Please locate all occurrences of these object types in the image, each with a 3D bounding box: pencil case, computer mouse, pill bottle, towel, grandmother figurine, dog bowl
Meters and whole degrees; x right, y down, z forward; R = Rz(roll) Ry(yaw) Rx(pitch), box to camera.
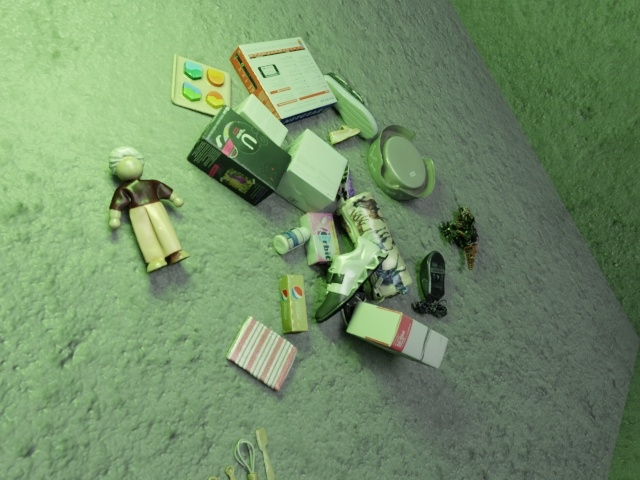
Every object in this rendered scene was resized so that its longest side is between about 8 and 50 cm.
[{"bbox_3d":[0.193,0.022,1.593,0.184,0.160,0.410,-20,85,-57],"label":"pencil case"},{"bbox_3d":[0.458,0.177,1.806,0.189,0.072,0.272,15,75,-35],"label":"computer mouse"},{"bbox_3d":[-0.093,-0.004,1.439,0.120,0.067,0.067,-27,90,-42],"label":"pill bottle"},{"bbox_3d":[-0.170,0.334,1.269,0.197,0.029,0.144,39,52,-16],"label":"towel"},{"bbox_3d":[-0.469,-0.093,1.162,0.208,0.104,0.342,-25,91,-50],"label":"grandmother figurine"},{"bbox_3d":[0.355,-0.333,1.907,0.349,0.102,0.348,15,64,-33],"label":"dog bowl"}]

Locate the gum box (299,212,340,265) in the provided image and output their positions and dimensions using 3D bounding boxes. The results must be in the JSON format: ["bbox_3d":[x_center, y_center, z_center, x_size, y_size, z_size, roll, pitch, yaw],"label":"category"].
[{"bbox_3d":[0.000,0.000,1.514,0.107,0.062,0.188,-1,73,-38],"label":"gum box"}]

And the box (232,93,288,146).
[{"bbox_3d":[-0.219,-0.374,1.437,0.170,0.130,0.091,42,50,-30],"label":"box"}]

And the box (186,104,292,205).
[{"bbox_3d":[-0.254,-0.265,1.370,0.270,0.143,0.165,35,54,-23],"label":"box"}]

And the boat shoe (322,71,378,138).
[{"bbox_3d":[0.133,-0.584,1.820,0.335,0.121,0.119,45,54,-13],"label":"boat shoe"}]

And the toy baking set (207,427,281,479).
[{"bbox_3d":[-0.185,0.639,1.126,0.196,0.030,0.256,52,49,-9],"label":"toy baking set"}]

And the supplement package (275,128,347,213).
[{"bbox_3d":[-0.042,-0.237,1.521,0.194,0.149,0.203,34,54,-23],"label":"supplement package"}]

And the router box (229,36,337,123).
[{"bbox_3d":[-0.132,-0.611,1.649,0.335,0.082,0.301,-32,93,-42],"label":"router box"}]

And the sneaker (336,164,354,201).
[{"bbox_3d":[0.099,-0.213,1.694,0.071,0.068,0.169,15,71,-50],"label":"sneaker"}]

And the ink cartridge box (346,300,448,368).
[{"bbox_3d":[0.263,0.321,1.455,0.283,0.207,0.117,32,74,-35],"label":"ink cartridge box"}]

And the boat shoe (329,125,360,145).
[{"bbox_3d":[0.100,-0.446,1.777,0.170,0.063,0.059,-33,100,-41],"label":"boat shoe"}]

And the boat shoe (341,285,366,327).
[{"bbox_3d":[0.121,0.206,1.517,0.084,0.079,0.232,9,69,-37],"label":"boat shoe"}]

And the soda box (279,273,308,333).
[{"bbox_3d":[-0.087,0.202,1.366,0.061,0.058,0.181,8,67,-36],"label":"soda box"}]

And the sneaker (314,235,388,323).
[{"bbox_3d":[0.070,0.127,1.452,0.146,0.122,0.330,40,79,10],"label":"sneaker"}]

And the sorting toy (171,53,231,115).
[{"bbox_3d":[-0.389,-0.513,1.435,0.208,0.038,0.192,11,65,-35],"label":"sorting toy"}]

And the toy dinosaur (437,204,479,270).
[{"bbox_3d":[0.693,-0.027,2.027,0.218,0.164,0.321,26,35,-47],"label":"toy dinosaur"}]
